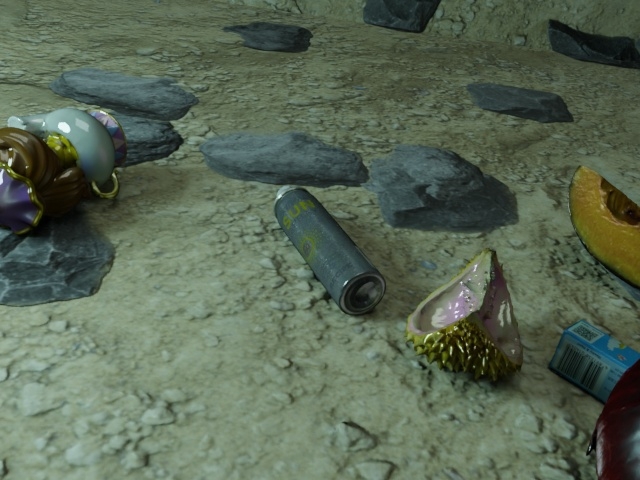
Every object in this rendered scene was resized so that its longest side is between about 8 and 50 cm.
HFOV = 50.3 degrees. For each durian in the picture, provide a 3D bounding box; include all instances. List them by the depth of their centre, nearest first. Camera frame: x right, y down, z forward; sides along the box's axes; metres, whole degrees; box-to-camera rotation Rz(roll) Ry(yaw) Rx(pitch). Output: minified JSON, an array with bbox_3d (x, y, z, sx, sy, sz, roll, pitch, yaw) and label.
[{"bbox_3d":[0.192,0.096,0.846,0.165,0.132,0.182,8,26,-17],"label":"durian"}]

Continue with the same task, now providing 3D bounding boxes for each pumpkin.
[{"bbox_3d":[0.533,0.017,1.111,0.312,0.148,0.169,34,0,23],"label":"pumpkin"}]

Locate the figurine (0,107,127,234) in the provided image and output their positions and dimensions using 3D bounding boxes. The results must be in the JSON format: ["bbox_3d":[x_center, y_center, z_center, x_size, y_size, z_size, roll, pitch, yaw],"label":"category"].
[{"bbox_3d":[-0.412,-0.112,1.019,0.189,0.142,0.263,40,36,4],"label":"figurine"}]

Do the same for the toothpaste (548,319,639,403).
[{"bbox_3d":[0.404,0.193,0.806,0.050,0.065,0.267,-15,38,-43],"label":"toothpaste"}]

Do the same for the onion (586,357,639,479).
[{"bbox_3d":[0.402,0.198,0.604,0.314,0.232,0.314,-14,40,12],"label":"onion"}]

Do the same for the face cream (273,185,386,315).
[{"bbox_3d":[0.000,0.000,1.006,0.073,0.073,0.283,-6,34,-25],"label":"face cream"}]
